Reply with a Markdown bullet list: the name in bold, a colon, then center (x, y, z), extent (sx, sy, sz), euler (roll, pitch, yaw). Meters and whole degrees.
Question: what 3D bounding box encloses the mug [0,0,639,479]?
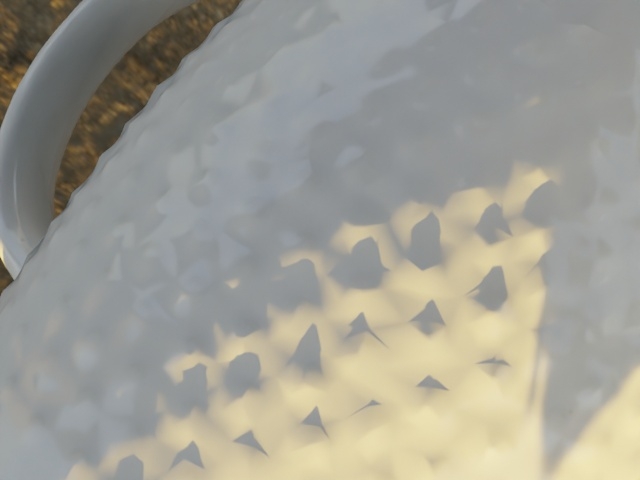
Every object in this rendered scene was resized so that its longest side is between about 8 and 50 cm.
- **mug**: center (0.000, 0.000, 0.609), extent (0.374, 0.276, 0.328), euler (35, 92, 31)
